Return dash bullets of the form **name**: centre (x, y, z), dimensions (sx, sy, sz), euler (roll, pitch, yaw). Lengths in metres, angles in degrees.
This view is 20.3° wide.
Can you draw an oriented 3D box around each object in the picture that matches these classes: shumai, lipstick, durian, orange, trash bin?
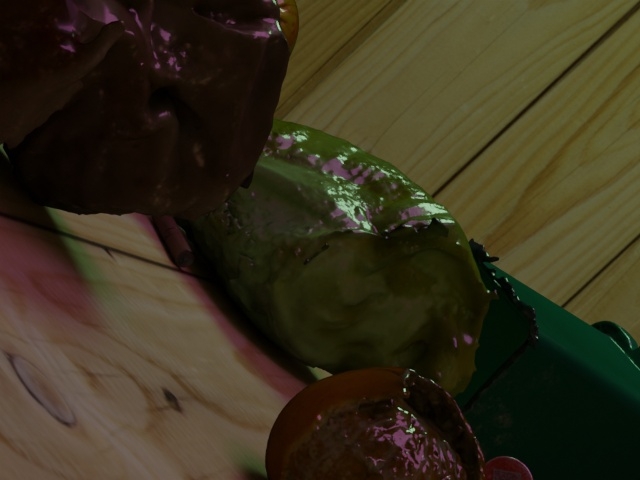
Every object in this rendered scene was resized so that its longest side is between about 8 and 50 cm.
- **shumai**: centre (-0.209, -0.153, 1.215), dimensions (0.314, 0.267, 0.262), euler (45, 27, 29)
- **lipstick**: centre (-0.133, -0.004, 1.616), dimensions (0.019, 0.019, 0.094), euler (44, 5, -31)
- **durian**: centre (0.000, 0.000, 1.699), dimensions (0.255, 0.204, 0.340), euler (20, 24, -54)
- **orange**: centre (0.040, 0.153, 1.210), dimensions (0.156, 0.134, 0.156), euler (37, 1, -1)
- **trash bin**: centre (0.245, 0.200, 2.013), dimensions (0.381, 0.259, 0.295), euler (34, 12, -41)

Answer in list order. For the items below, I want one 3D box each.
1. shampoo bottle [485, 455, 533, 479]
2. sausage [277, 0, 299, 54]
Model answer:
- **shampoo bottle**: centre (0.112, 0.208, 1.336), dimensions (0.108, 0.051, 0.221), euler (56, -19, 13)
- **sausage**: centre (-0.124, -0.174, 1.763), dimensions (0.123, 0.123, 0.347), euler (46, -31, -10)
